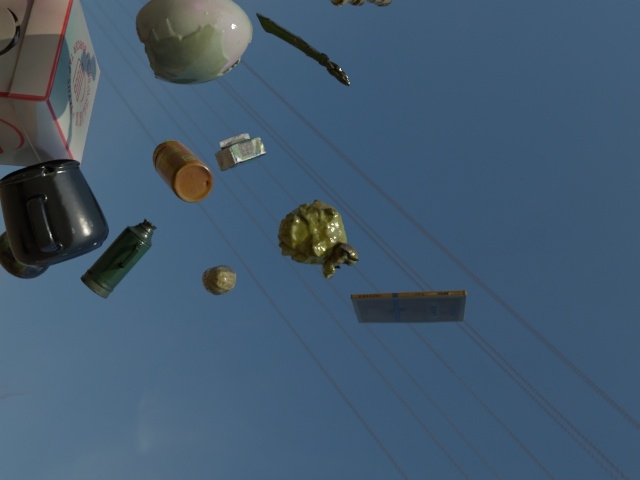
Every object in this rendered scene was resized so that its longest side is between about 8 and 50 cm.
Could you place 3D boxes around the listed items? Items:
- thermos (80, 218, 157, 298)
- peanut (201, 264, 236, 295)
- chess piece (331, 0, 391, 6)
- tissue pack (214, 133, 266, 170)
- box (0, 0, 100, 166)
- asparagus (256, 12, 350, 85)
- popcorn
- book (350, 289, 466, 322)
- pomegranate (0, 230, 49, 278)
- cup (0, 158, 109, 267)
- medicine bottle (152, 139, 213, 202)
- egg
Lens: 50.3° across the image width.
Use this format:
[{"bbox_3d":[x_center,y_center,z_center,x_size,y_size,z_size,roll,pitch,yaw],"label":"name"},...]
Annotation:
[{"bbox_3d":[-0.434,0.032,1.484,0.073,0.083,0.188,40,-94,7],"label":"thermos"},{"bbox_3d":[-0.288,0.113,1.949,0.194,0.093,0.083,177,-97,-86],"label":"peanut"},{"bbox_3d":[0.082,-0.540,1.492,0.060,0.172,0.060,21,-61,44],"label":"chess piece"},{"bbox_3d":[-0.222,-0.246,1.854,0.085,0.111,0.079,-15,-82,52],"label":"tissue pack"},{"bbox_3d":[-0.689,-0.365,1.521,0.312,0.300,0.314,107,-13,-65],"label":"box"},{"bbox_3d":[-0.033,-0.392,1.392,0.027,0.236,0.034,-43,-161,52],"label":"asparagus"},{"bbox_3d":[-0.008,0.003,1.646,0.195,0.168,0.173,57,-39,7],"label":"popcorn"},{"bbox_3d":[0.194,0.148,1.493,0.241,0.170,0.018,-2,-115,9],"label":"book"},{"bbox_3d":[-0.741,0.021,1.750,0.148,0.169,0.148,61,-12,24],"label":"pomegranate"},{"bbox_3d":[-0.473,-0.048,1.194,0.223,0.169,0.177,-153,-131,-75],"label":"cup"},{"bbox_3d":[-0.318,-0.161,1.564,0.192,0.096,0.096,42,-66,54],"label":"medicine bottle"},{"bbox_3d":[-0.241,-0.401,1.329,0.183,0.217,0.183,160,-90,-81],"label":"egg"}]
